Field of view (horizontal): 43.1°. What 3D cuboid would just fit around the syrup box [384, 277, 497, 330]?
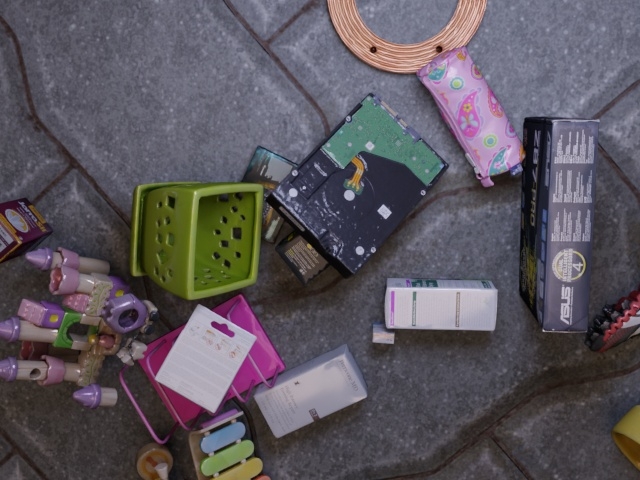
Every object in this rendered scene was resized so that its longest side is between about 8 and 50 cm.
[{"bbox_3d":[0.258,0.138,1.766,0.236,0.093,0.096,2,100,4],"label":"syrup box"}]

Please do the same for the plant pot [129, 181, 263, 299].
[{"bbox_3d":[-0.270,-0.018,1.701,0.207,0.228,0.227,11,102,33],"label":"plant pot"}]

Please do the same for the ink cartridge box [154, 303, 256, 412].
[{"bbox_3d":[-0.236,0.243,1.669,0.145,0.045,0.179,30,82,1],"label":"ink cartridge box"}]

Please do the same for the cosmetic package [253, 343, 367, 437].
[{"bbox_3d":[-0.020,0.339,1.824,0.231,0.085,0.117,-27,97,9],"label":"cosmetic package"}]

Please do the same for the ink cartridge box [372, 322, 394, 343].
[{"bbox_3d":[0.139,0.207,1.790,0.048,0.083,0.028,3,99,4],"label":"ink cartridge box"}]

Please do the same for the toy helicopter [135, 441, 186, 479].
[{"bbox_3d":[-0.347,0.619,1.861,0.234,0.140,0.355,-10,111,-17],"label":"toy helicopter"}]

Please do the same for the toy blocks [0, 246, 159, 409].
[{"bbox_3d":[-0.551,0.184,1.683,0.260,0.309,0.289,14,103,-42],"label":"toy blocks"}]

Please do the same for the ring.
[{"bbox_3d":[0.181,-0.521,1.696,0.336,0.032,0.337,0,99,3],"label":"ring"}]

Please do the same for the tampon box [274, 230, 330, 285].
[{"bbox_3d":[0.000,0.000,1.747,0.161,0.120,0.101,-38,95,8],"label":"tampon box"}]

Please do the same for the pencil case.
[{"bbox_3d":[0.312,-0.256,1.670,0.124,0.124,0.284,-30,103,8],"label":"pencil case"}]

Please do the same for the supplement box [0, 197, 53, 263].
[{"bbox_3d":[-0.673,-0.023,1.756,0.081,0.188,0.104,-38,95,8],"label":"supplement box"}]

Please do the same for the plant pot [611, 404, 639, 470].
[{"bbox_3d":[0.793,0.409,1.710,0.239,0.254,0.254,-43,94,-7],"label":"plant pot"}]

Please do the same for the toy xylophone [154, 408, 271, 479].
[{"bbox_3d":[-0.231,0.550,1.825,0.236,0.081,0.323,-28,108,-32],"label":"toy xylophone"}]

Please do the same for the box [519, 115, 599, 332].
[{"bbox_3d":[0.466,-0.046,1.609,0.097,0.318,0.395,0,100,3],"label":"box"}]

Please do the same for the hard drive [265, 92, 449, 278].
[{"bbox_3d":[0.081,-0.118,1.669,0.237,0.064,0.339,44,67,-4],"label":"hard drive"}]

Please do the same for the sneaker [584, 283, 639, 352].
[{"bbox_3d":[0.699,0.160,1.736,0.276,0.097,0.135,-44,92,8],"label":"sneaker"}]

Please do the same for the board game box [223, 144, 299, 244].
[{"bbox_3d":[-0.120,-0.099,1.787,0.126,0.026,0.186,26,100,-1],"label":"board game box"}]

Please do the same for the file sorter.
[{"bbox_3d":[-0.260,0.287,1.782,0.290,0.182,0.202,-29,96,8],"label":"file sorter"}]
